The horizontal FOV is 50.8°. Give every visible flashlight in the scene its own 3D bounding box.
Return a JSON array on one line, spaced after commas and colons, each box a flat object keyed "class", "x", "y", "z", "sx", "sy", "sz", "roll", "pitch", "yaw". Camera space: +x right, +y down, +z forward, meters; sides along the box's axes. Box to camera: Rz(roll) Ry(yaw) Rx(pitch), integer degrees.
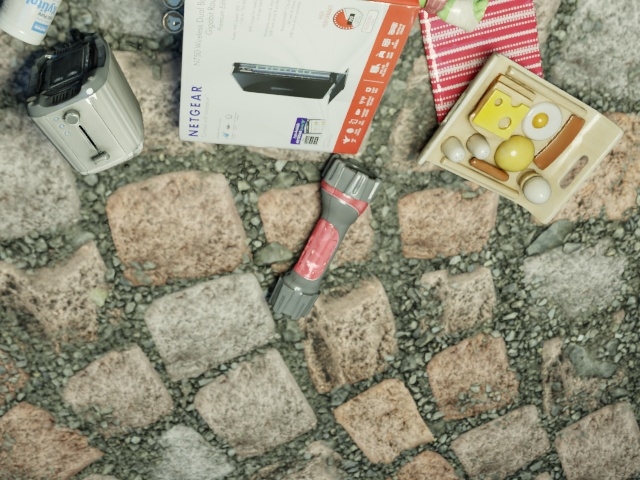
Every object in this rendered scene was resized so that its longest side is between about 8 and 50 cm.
[{"class": "flashlight", "x": 0.000, "y": 0.000, "z": 1.206, "sx": 0.103, "sy": 0.103, "sz": 0.304, "roll": 22, "pitch": 106, "yaw": -20}]

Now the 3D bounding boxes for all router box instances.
[{"class": "router box", "x": -0.052, "y": -0.264, "z": 0.993, "sx": 0.301, "sy": 0.082, "sz": 0.335, "roll": 3, "pitch": 152, "yaw": -12}]

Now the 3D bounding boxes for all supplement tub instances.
[{"class": "supplement tub", "x": -0.424, "y": -0.352, "z": 0.993, "sx": 0.071, "sy": 0.071, "sz": 0.107, "roll": 26, "pitch": 106, "yaw": -20}]

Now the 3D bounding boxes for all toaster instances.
[{"class": "toaster", "x": -0.346, "y": -0.204, "z": 1.008, "sx": 0.129, "sy": 0.227, "sz": 0.146, "roll": -23, "pitch": 132, "yaw": 0}]

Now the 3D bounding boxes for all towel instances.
[{"class": "towel", "x": 0.280, "y": -0.322, "z": 1.162, "sx": 0.199, "sy": 0.031, "sz": 0.275, "roll": -16, "pitch": 113, "yaw": -2}]

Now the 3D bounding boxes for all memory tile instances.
[{"class": "memory tile", "x": -0.176, "y": -0.380, "z": 1.060, "sx": 0.148, "sy": 0.012, "sz": 0.113, "roll": -2, "pitch": 113, "yaw": -11}]

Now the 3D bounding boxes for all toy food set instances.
[{"class": "toy food set", "x": 0.347, "y": -0.167, "z": 1.174, "sx": 0.306, "sy": 0.092, "sz": 0.219, "roll": 21, "pitch": 119, "yaw": -25}]

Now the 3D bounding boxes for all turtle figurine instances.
[{"class": "turtle figurine", "x": 0.129, "y": -0.433, "z": 0.989, "sx": 0.266, "sy": 0.198, "sz": 0.274, "roll": 15, "pitch": 112, "yaw": -9}]
